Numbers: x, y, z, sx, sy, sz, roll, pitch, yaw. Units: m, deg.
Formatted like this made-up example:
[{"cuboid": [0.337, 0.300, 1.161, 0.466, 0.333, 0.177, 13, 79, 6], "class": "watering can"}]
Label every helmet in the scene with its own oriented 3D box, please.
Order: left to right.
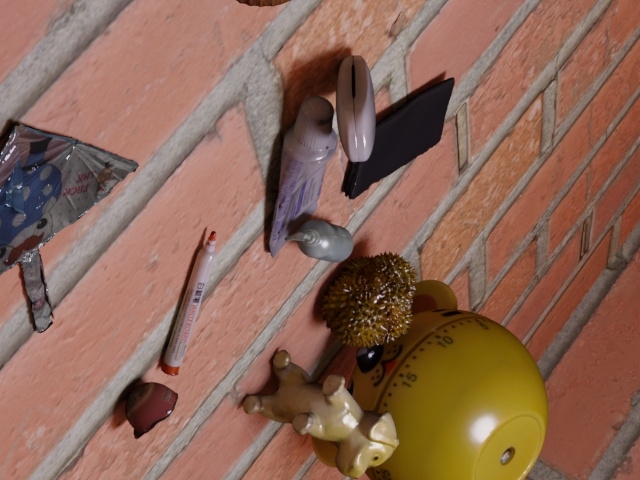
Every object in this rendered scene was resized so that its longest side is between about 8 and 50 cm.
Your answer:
[{"cuboid": [-0.226, 0.211, 1.791, 0.084, 0.049, 0.065, -39, -158, 22], "class": "helmet"}]

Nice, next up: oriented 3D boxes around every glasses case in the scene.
[{"cuboid": [0.044, -0.167, 1.753, 0.193, 0.049, 0.074, -91, 174, -58], "class": "glasses case"}]

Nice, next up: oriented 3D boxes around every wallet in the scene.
[{"cuboid": [0.118, -0.156, 2.077, 0.244, 0.025, 0.124, -34, 148, -44], "class": "wallet"}]

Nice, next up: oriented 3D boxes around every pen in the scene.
[{"cuboid": [-0.163, 0.080, 1.781, 0.026, 0.026, 0.218, -25, 141, -54], "class": "pen"}]

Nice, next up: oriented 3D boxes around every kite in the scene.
[{"cuboid": [-0.296, -0.001, 1.403, 0.335, 0.011, 0.314, -42, 154, -34], "class": "kite"}]

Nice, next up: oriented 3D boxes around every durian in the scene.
[{"cuboid": [0.077, 0.098, 2.192, 0.158, 0.137, 0.168, -17, 147, -14], "class": "durian"}]

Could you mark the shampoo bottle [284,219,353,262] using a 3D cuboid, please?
[{"cuboid": [0.000, 0.000, 1.955, 0.056, 0.056, 0.195, -60, 167, 4], "class": "shampoo bottle"}]

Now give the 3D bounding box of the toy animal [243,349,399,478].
[{"cuboid": [0.001, 0.268, 2.137, 0.121, 0.233, 0.168, -60, 151, -10], "class": "toy animal"}]

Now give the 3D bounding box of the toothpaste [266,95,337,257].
[{"cuboid": [-0.022, -0.086, 1.832, 0.099, 0.068, 0.282, -18, 150, -18], "class": "toothpaste"}]

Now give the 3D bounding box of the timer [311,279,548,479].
[{"cuboid": [0.177, 0.266, 2.342, 0.376, 0.387, 0.376, -20, 124, -33], "class": "timer"}]

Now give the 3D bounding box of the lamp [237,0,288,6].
[{"cuboid": [-0.057, -0.294, 1.360, 0.136, 0.136, 0.136, -46, 156, -28], "class": "lamp"}]
